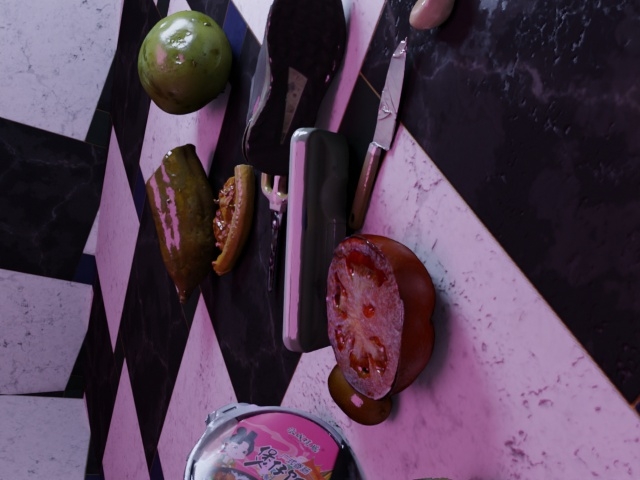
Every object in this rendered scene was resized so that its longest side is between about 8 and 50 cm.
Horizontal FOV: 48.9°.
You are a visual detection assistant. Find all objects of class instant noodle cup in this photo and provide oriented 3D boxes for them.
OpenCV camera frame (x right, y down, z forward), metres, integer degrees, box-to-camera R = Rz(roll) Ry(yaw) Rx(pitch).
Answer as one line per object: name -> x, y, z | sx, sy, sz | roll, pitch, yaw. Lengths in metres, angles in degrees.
instant noodle cup -> -0.077, 0.415, 1.104 | 0.302, 0.259, 0.181 | -124, 28, -49

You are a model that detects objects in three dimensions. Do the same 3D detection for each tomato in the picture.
tomato -> 0.084, 0.100, 0.941 | 0.225, 0.085, 0.224 | 11, 103, 62

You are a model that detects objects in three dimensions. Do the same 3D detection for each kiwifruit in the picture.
kiwifruit -> 0.054, 0.218, 1.010 | 0.124, 0.075, 0.075 | 31, 116, 55

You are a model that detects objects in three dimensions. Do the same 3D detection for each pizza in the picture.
pizza -> -0.191, -0.046, 1.510 | 0.134, 0.056, 0.271 | 56, 137, 36

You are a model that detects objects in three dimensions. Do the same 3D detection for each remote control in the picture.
remote control -> 0.000, 0.000, 1.076 | 0.066, 0.128, 0.335 | 4, 94, 31

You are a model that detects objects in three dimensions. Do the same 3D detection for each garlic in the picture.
garlic -> 0.144, -0.302, 0.889 | 0.053, 0.041, 0.083 | -109, 39, -58

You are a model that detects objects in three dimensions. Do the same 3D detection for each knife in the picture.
knife -> 0.087, -0.145, 1.015 | 0.047, 0.017, 0.297 | 48, 131, 52

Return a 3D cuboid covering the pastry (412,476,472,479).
pastry -> 0.158, 0.388, 0.756 | 0.257, 0.121, 0.235 | 22, 112, 59

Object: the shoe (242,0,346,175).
shoe -> -0.054, -0.288, 1.198 | 0.171, 0.133, 0.336 | -118, 41, -66

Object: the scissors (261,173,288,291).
scissors -> -0.082, -0.057, 1.331 | 0.160, 0.024, 0.317 | 21, 107, 60

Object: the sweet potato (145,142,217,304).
sweet potato -> -0.314, -0.040, 1.659 | 0.158, 0.158, 0.369 | -18, 83, 61

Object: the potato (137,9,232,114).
potato -> -0.314, -0.398, 1.603 | 0.304, 0.216, 0.215 | -1, 88, 60
